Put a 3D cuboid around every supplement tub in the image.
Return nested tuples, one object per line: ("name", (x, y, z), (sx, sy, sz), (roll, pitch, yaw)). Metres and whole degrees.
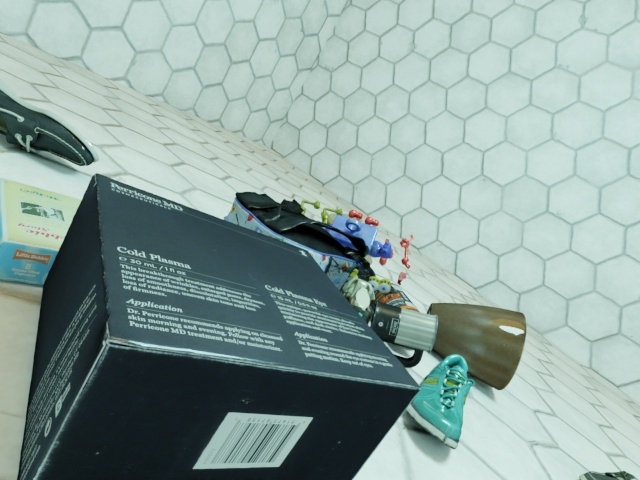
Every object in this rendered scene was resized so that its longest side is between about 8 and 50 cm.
("supplement tub", (0.199, 0.195, 1.086), (0.106, 0.106, 0.198), (26, 14, -23))

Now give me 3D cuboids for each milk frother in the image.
("milk frother", (0.178, 0.197, 0.948), (0.134, 0.129, 0.143), (14, 18, 8))

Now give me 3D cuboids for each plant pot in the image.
("plant pot", (0.398, 0.259, 1.152), (0.230, 0.216, 0.215), (18, 10, 11))

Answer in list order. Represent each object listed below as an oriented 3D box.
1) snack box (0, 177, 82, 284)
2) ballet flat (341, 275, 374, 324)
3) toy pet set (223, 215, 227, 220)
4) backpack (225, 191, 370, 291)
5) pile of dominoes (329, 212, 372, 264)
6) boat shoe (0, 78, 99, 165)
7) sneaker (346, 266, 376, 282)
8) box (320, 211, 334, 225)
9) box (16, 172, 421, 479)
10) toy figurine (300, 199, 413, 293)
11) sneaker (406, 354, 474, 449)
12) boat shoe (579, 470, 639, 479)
("snack box", (-0.326, 0.012, 0.670), (0.321, 0.060, 0.187), (19, 18, -44))
("ballet flat", (0.087, 0.150, 1.020), (0.095, 0.096, 0.280), (29, 13, -6))
("toy pet set", (-0.204, -0.020, 1.056), (0.122, 0.065, 0.114), (26, 14, -23))
("backpack", (-0.084, 0.017, 0.877), (0.276, 0.213, 0.263), (33, 3, 36))
("pile of dominoes", (0.104, 0.003, 1.527), (0.251, 0.040, 0.196), (-3, 81, -58))
("boat shoe", (-0.611, -0.232, 0.873), (0.302, 0.091, 0.114), (30, -31, 0))
("sneaker", (0.047, 0.072, 1.196), (0.234, 0.084, 0.097), (21, 0, 8))
("box", (0.052, 0.015, 1.361), (0.021, 0.165, 0.201), (-17, 29, -12))
("box", (-0.120, 0.112, 0.503), (0.343, 0.179, 0.312), (22, 17, -36))
("toy figurine", (0.064, -0.029, 1.056), (0.362, 0.191, 0.217), (22, -18, 12))
("sneaker", (0.235, 0.289, 0.806), (0.107, 0.110, 0.275), (34, 14, 12))
("boat shoe", (0.663, 0.541, 0.925), (0.223, 0.073, 0.080), (28, 13, -17))
